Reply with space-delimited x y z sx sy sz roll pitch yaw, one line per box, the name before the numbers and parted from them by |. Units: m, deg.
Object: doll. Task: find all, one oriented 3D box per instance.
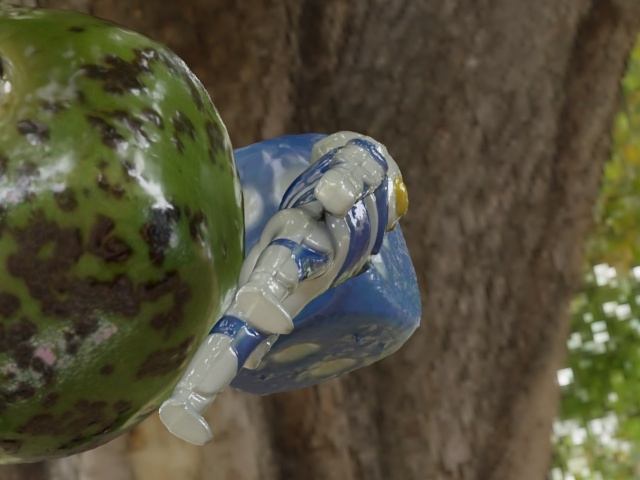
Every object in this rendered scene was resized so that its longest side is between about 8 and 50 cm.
doll | 0.000 0.000 0.831 0.114 0.057 0.227 -62 -2 35

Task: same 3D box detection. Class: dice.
dice | -0.022 0.018 1.216 0.143 0.146 0.146 -23 -20 15

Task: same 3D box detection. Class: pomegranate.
pomegranate | -0.164 -0.015 0.924 0.254 0.254 0.270 -11 -40 -2
